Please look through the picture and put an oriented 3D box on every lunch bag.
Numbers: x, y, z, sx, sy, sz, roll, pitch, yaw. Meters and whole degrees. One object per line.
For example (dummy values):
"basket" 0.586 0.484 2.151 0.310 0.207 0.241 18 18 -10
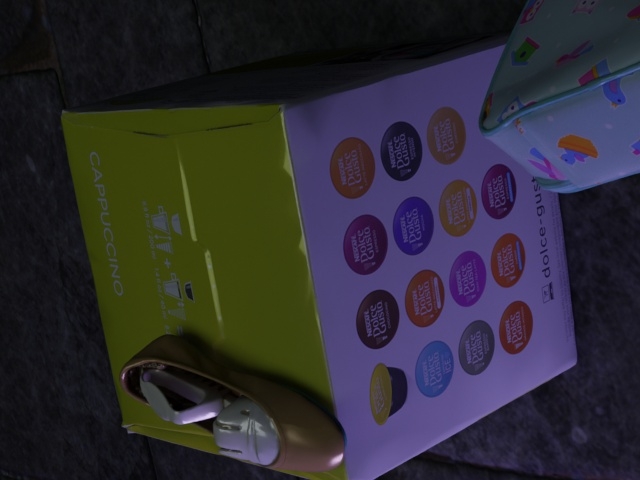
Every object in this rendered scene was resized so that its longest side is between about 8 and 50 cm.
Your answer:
"lunch bag" 0.267 -0.165 1.063 0.108 0.224 0.279 42 144 -23

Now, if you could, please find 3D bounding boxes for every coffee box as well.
"coffee box" 0.000 0.000 1.329 0.338 0.334 0.337 5 109 47

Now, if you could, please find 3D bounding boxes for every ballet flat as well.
"ballet flat" -0.082 0.148 1.167 0.232 0.073 0.080 20 121 40
